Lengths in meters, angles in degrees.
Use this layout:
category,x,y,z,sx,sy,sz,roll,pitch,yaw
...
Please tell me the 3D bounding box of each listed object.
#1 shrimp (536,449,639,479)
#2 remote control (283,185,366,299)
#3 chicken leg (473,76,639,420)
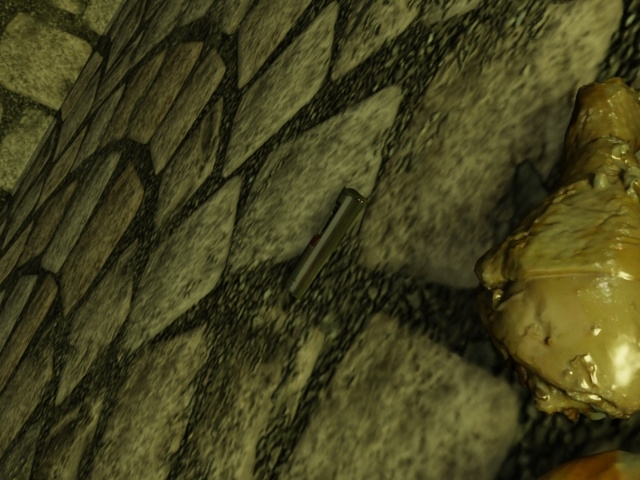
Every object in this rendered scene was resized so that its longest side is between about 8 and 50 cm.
category,x,y,z,sx,sy,sz,roll,pitch,yaw
shrimp,0.103,0.150,0.309,0.166,0.049,0.161,-5,57,52
remote control,0.000,0.000,0.697,0.091,0.016,0.034,-57,29,7
chicken leg,0.120,-0.008,0.421,0.085,0.069,0.198,-30,30,45
